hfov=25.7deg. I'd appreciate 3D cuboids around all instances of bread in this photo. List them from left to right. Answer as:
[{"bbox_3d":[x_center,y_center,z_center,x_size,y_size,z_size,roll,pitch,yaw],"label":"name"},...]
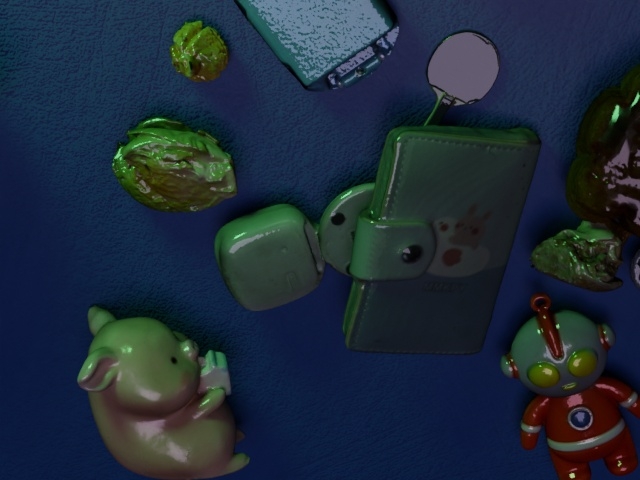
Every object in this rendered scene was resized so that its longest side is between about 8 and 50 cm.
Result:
[{"bbox_3d":[0.458,-0.116,1.879,0.232,0.135,0.246,22,98,8],"label":"bread"}]

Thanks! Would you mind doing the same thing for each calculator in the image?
[{"bbox_3d":[-0.024,-0.331,1.864,0.173,0.051,0.293,-32,109,18],"label":"calculator"}]

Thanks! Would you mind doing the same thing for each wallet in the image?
[{"bbox_3d":[0.163,0.006,1.970,0.252,0.083,0.360,0,117,-24],"label":"wallet"}]

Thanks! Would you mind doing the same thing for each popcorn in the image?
[{"bbox_3d":[-0.168,-0.249,1.896,0.084,0.084,0.084,1,115,3],"label":"popcorn"}]

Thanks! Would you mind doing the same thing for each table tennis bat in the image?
[{"bbox_3d":[0.185,-0.215,1.928,0.095,0.014,0.158,25,113,-10],"label":"table tennis bat"}]

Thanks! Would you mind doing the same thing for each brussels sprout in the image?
[{"bbox_3d":[-0.203,-0.103,1.960,0.181,0.100,0.139,3,126,0],"label":"brussels sprout"}]

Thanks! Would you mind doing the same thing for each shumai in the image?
[{"bbox_3d":[0.374,0.009,1.977,0.146,0.145,0.116,17,91,-5],"label":"shumai"}]

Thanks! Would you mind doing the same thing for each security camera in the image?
[{"bbox_3d":[0.000,0.000,2.009,0.302,0.080,0.157,-18,122,0],"label":"security camera"}]

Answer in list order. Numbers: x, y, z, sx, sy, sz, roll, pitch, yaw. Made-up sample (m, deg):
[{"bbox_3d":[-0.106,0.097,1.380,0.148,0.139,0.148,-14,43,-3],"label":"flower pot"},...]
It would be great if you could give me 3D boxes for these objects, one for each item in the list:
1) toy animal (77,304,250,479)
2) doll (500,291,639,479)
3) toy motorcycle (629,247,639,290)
[{"bbox_3d":[-0.233,0.231,2.068,0.213,0.195,0.256,-11,112,0],"label":"toy animal"},{"bbox_3d":[0.372,0.218,2.074,0.200,0.105,0.336,-16,114,11],"label":"doll"},{"bbox_3d":[0.589,-0.009,1.966,0.297,0.109,0.198,4,106,3],"label":"toy motorcycle"}]
